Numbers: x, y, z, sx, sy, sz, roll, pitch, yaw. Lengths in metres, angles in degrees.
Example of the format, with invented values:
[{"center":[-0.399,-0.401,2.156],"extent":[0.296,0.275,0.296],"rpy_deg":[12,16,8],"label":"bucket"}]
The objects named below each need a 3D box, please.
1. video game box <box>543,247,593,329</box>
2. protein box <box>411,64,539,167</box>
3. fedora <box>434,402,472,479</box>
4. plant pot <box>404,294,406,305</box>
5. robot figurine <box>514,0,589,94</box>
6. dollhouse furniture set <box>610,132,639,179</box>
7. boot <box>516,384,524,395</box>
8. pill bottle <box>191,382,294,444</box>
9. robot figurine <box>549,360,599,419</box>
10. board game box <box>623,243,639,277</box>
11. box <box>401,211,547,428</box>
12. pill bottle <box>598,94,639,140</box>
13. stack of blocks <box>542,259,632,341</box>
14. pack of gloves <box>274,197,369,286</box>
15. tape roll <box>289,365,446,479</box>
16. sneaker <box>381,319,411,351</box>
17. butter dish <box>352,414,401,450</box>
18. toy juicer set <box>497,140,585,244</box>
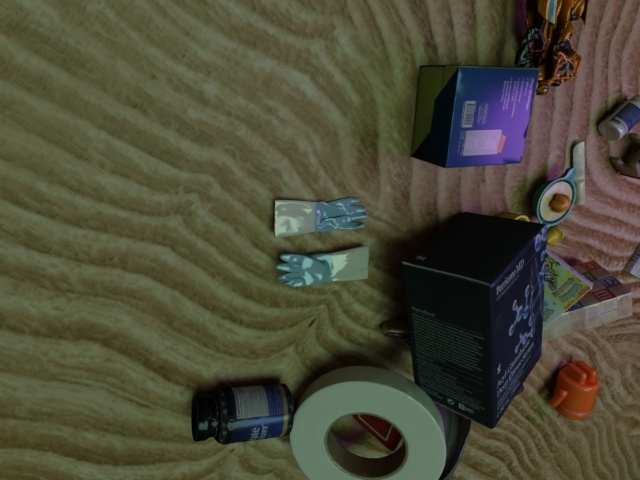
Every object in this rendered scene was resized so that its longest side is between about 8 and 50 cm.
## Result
[{"center":[0.553,0.123,1.146],"extent":[0.048,0.187,0.205],"rpy_deg":[-22,150,-55],"label":"video game box"},{"center":[0.326,-0.271,0.947],"extent":[0.201,0.136,0.199],"rpy_deg":[-7,113,-20],"label":"protein box"},{"center":[0.322,0.555,1.273],"extent":[0.125,0.243,0.275],"rpy_deg":[17,113,2],"label":"fedora"},{"center":[0.276,0.154,1.145],"extent":[0.079,0.083,0.083],"rpy_deg":[-29,120,-24],"label":"plant pot"},{"center":[0.512,-0.468,0.955],"extent":[0.211,0.085,0.290],"rpy_deg":[-17,114,-33],"label":"robot figurine"},{"center":[1.024,-0.306,1.193],"extent":[0.152,0.201,0.374],"rpy_deg":[34,95,-30],"label":"dollhouse furniture set"},{"center":[0.555,0.476,1.396],"extent":[0.247,0.083,0.161],"rpy_deg":[-19,123,-13],"label":"boot"},{"center":[-0.182,0.404,1.023],"extent":[0.220,0.123,0.122],"rpy_deg":[3,110,-24],"label":"pill bottle"},{"center":[0.883,0.529,1.528],"extent":[0.158,0.128,0.219],"rpy_deg":[-29,127,-50],"label":"robot figurine"},{"center":[1.106,0.080,1.491],"extent":[0.154,0.026,0.103],"rpy_deg":[19,103,-28],"label":"board game box"},{"center":[0.376,0.175,1.051],"extent":[0.294,0.212,0.395],"rpy_deg":[-32,122,-37],"label":"box"},{"center":[0.812,-0.329,1.170],"extent":[0.120,0.067,0.067],"rpy_deg":[-43,121,-1],"label":"pill bottle"},{"center":[0.698,0.179,1.273],"extent":[0.298,0.171,0.087],"rpy_deg":[-19,118,6],"label":"stack of blocks"},{"center":[0.000,0.000,0.989],"extent":[0.232,0.046,0.194],"rpy_deg":[-4,101,-25],"label":"pack of gloves"},{"center":[0.116,0.501,1.110],"extent":[0.393,0.072,0.391],"rpy_deg":[4,109,10],"label":"tape roll"},{"center":[0.241,0.264,1.175],"extent":[0.186,0.069,0.083],"rpy_deg":[7,103,-24],"label":"sneaker"},{"center":[0.187,0.454,1.204],"extent":[0.118,0.160,0.159],"rpy_deg":[-9,121,-46],"label":"butter dish"},{"center":[0.646,-0.082,1.191],"extent":[0.329,0.089,0.209],"rpy_deg":[-43,121,-2],"label":"toy juicer set"}]
